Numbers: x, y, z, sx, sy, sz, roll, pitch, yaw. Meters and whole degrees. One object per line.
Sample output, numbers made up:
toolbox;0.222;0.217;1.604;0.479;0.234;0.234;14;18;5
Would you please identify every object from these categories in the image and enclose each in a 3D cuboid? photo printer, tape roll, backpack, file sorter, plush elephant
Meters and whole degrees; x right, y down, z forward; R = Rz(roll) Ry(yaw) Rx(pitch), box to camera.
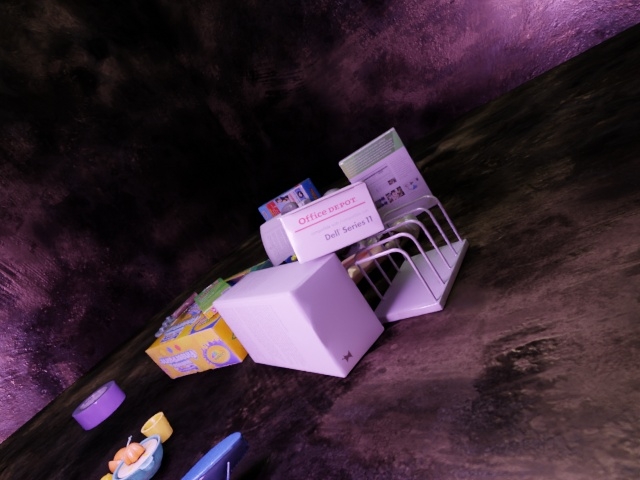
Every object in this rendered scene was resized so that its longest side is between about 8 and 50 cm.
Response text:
photo printer;-0.127;-0.009;1.970;0.307;0.256;0.107;-27;-5;32
tape roll;-0.901;0.671;1.779;0.188;0.080;0.189;-33;13;9
backpack;-0.129;0.128;1.818;0.120;0.098;0.101;-41;-3;38
file sorter;0.211;0.041;1.075;0.192;0.173;0.278;-24;16;40
plush elephant;0.066;-0.019;1.545;0.271;0.330;0.255;-22;-6;41

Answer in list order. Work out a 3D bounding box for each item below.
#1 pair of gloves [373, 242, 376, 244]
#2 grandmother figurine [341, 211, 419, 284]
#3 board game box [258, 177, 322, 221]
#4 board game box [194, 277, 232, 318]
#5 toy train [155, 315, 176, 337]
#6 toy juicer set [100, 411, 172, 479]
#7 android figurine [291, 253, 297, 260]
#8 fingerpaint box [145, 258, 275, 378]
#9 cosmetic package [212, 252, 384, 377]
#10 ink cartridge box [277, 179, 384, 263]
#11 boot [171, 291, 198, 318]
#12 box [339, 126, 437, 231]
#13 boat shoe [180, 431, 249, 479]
pair of gloves;0.161;0.045;1.444;0.083;0.074;0.010;-32;55;-26
grandmother figurine;0.184;0.030;1.350;0.342;0.104;0.207;-39;8;-20
board game box;-0.096;-0.096;2.076;0.301;0.308;0.086;-23;15;39
board game box;-0.369;0.194;1.515;0.124;0.039;0.259;-39;20;-16
toy train;-0.611;0.403;1.949;0.190;0.142;0.334;-23;9;-8
toy juicer set;-0.475;0.562;1.064;0.209;0.090;0.329;-36;13;-11
android figurine;0.000;0.000;1.732;0.273;0.248;0.056;-45;53;12
fingerpaint box;-0.374;0.291;1.610;0.444;0.163;0.371;-24;20;39
cosmetic package;-0.081;0.192;1.123;0.161;0.230;0.453;-40;14;-32
ink cartridge box;0.030;-0.044;1.030;0.207;0.119;0.353;-23;2;5
boot;-0.511;0.250;1.649;0.114;0.037;0.106;-44;2;-31
box;0.249;-0.214;1.593;0.232;0.322;0.058;-30;16;16
boat shoe;-0.220;0.469;0.782;0.258;0.089;0.109;-44;2;-18
